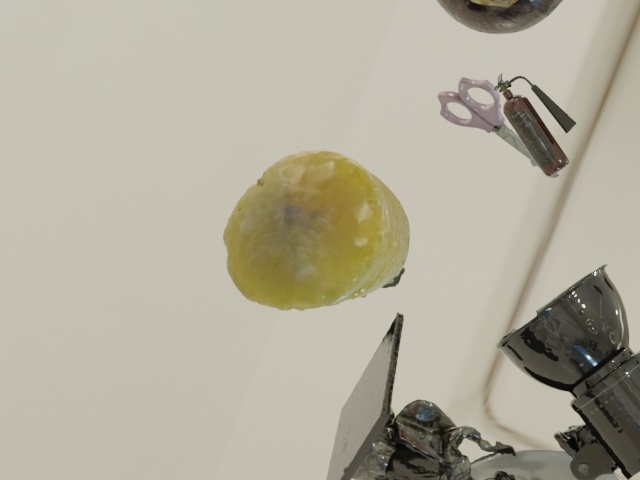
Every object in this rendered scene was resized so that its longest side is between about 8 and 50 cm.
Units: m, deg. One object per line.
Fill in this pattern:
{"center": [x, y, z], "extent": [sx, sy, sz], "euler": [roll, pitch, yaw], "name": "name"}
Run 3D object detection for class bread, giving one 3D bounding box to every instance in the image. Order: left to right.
{"center": [-0.001, -0.004, 1.894], "extent": [0.197, 0.197, 0.170], "euler": [23, 0, 27], "name": "bread"}

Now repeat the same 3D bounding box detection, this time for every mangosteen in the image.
{"center": [0.196, -0.342, 1.905], "extent": [0.192, 0.192, 0.217], "euler": [23, 1, 33], "name": "mangosteen"}

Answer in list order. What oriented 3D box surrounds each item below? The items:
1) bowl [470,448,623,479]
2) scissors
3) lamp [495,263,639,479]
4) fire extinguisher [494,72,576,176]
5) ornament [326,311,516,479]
{"center": [0.250, 0.428, 1.929], "extent": [0.345, 0.345, 0.157], "euler": [20, 18, -22], "name": "bowl"}
{"center": [0.261, -0.153, 2.349], "extent": [0.212, 0.021, 0.110], "euler": [40, -36, -14], "name": "scissors"}
{"center": [0.304, 0.162, 1.731], "extent": [0.227, 0.172, 0.147], "euler": [54, 26, 8], "name": "lamp"}
{"center": [0.185, -0.107, 1.411], "extent": [0.032, 0.046, 0.100], "euler": [-27, 83, -43], "name": "fire extinguisher"}
{"center": [0.120, 0.211, 1.625], "extent": [0.196, 0.166, 0.153], "euler": [24, 37, -6], "name": "ornament"}
